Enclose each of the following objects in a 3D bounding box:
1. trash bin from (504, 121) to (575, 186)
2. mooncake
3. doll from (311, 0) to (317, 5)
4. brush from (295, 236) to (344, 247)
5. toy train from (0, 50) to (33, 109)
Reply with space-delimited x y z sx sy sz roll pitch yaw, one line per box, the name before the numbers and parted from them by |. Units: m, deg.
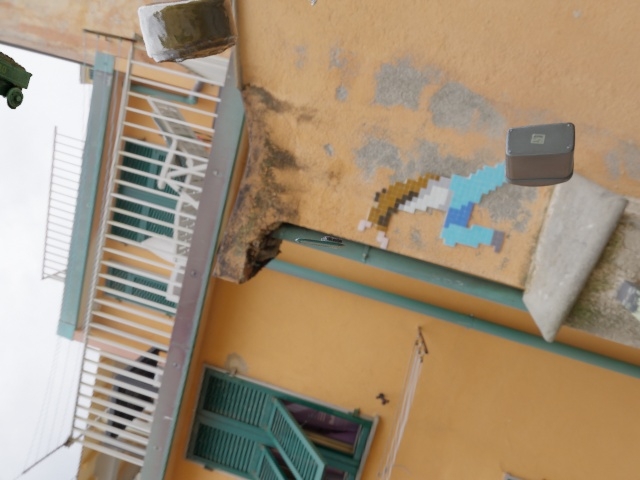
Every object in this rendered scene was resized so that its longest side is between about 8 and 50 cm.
trash bin | 0.599 -0.229 1.131 0.236 0.176 0.101 28 -111 -61
mooncake | -0.563 -0.915 1.775 0.393 0.393 0.246 -110 8 -61
doll | -0.047 -0.948 1.584 0.040 0.058 0.085 -44 -58 -13
brush | 0.000 0.000 1.360 0.043 0.193 0.032 -28 60 48
toy train | -0.624 -0.313 0.774 0.172 0.070 0.100 -100 27 -87
